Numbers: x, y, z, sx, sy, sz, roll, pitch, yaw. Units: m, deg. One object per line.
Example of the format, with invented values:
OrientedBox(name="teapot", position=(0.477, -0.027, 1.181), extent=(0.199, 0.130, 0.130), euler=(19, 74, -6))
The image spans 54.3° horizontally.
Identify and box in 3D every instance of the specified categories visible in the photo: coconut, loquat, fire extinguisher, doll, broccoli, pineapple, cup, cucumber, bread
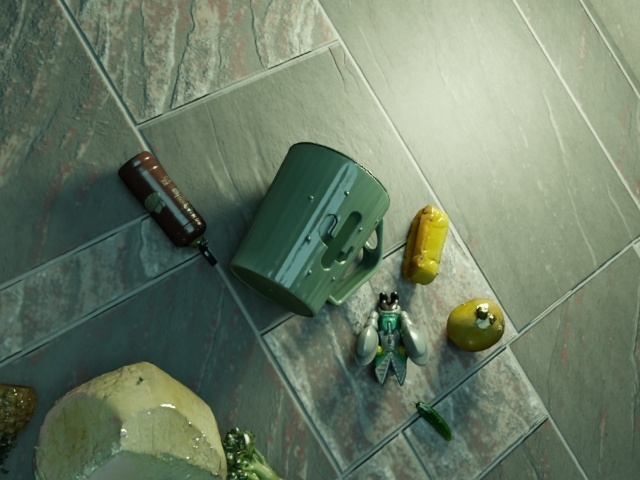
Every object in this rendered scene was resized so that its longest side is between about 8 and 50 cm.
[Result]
OrientedBox(name="coconut", position=(-0.412, 0.459, 1.353), extent=(0.404, 0.404, 0.405), euler=(5, 75, -20))
OrientedBox(name="loquat", position=(0.457, 0.244, 1.820), extent=(0.172, 0.204, 0.149), euler=(-18, 65, -12))
OrientedBox(name="fire extinguisher", position=(-0.377, -0.070, 1.605), extent=(0.102, 0.138, 0.344), euler=(-39, 92, -9))
OrientedBox(name="doll", position=(0.178, 0.274, 1.738), extent=(0.195, 0.153, 0.258), euler=(-30, 62, 2))
OrientedBox(name="broccoli", position=(-0.166, 0.605, 1.478), extent=(0.245, 0.248, 0.288), euler=(12, 117, -25))
OrientedBox(name="pineapple", position=(-0.715, 0.438, 1.366), extent=(0.128, 0.128, 0.248), euler=(17, 77, -16))
OrientedBox(name="cup", position=(0.005, -0.005, 1.652), extent=(0.401, 0.310, 0.392), euler=(33, 73, -8))
OrientedBox(name="cucumber", position=(0.325, 0.509, 1.786), extent=(0.168, 0.039, 0.039), euler=(47, 66, -7))
OrientedBox(name="bread", position=(0.310, 0.010, 1.871), extent=(0.094, 0.102, 0.246), euler=(24, 71, -21))
